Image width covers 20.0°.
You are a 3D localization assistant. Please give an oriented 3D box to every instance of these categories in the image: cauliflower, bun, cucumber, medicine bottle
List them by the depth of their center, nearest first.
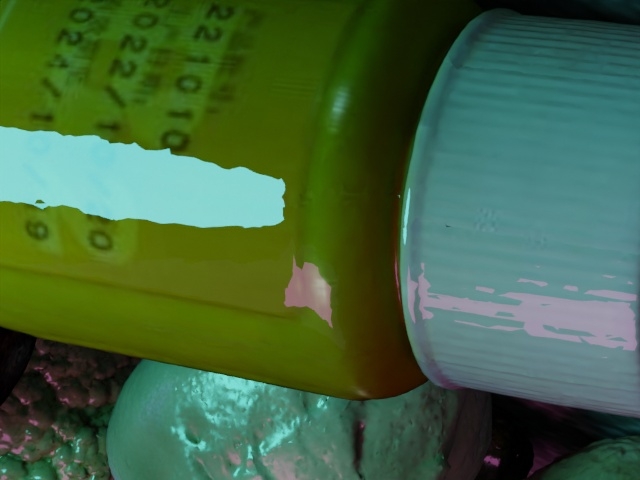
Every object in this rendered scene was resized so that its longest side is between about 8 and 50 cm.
[{"bbox_3d":[0.008,-0.032,0.936,0.384,0.224,0.224,9,153,25],"label":"medicine bottle"},{"bbox_3d":[-0.005,0.171,1.315,0.293,0.187,0.293,-4,143,-3],"label":"bun"},{"bbox_3d":[0.132,0.194,1.501,0.069,0.069,0.227,20,159,2],"label":"cucumber"},{"bbox_3d":[-0.226,0.161,1.593,0.272,0.275,0.250,3,-148,-40],"label":"cauliflower"}]

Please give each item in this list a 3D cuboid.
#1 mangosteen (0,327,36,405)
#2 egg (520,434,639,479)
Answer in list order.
[{"bbox_3d":[-0.343,0.032,1.314,0.297,0.293,0.297,-6,160,-2],"label":"mangosteen"},{"bbox_3d":[0.232,0.251,1.379,0.203,0.203,0.245,30,157,-21],"label":"egg"}]
